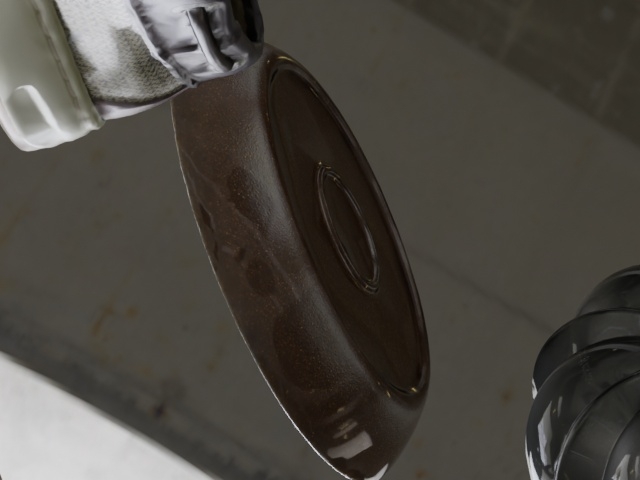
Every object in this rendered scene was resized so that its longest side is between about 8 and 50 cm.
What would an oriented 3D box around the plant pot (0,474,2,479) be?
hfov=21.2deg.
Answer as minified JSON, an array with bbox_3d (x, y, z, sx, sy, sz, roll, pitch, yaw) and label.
[{"bbox_3d":[-0.474,0.265,1.389,0.334,0.305,0.333,37,-138,-42],"label":"plant pot"}]

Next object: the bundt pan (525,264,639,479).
[{"bbox_3d":[0.246,0.074,0.849,0.331,0.331,0.124,-43,-61,-39],"label":"bundt pan"}]

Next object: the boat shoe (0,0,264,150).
[{"bbox_3d":[-0.057,-0.114,0.403,0.092,0.285,0.102,-15,-114,-7],"label":"boat shoe"}]

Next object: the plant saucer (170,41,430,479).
[{"bbox_3d":[0.000,0.000,1.087,0.310,0.050,0.310,57,-161,-32],"label":"plant saucer"}]
